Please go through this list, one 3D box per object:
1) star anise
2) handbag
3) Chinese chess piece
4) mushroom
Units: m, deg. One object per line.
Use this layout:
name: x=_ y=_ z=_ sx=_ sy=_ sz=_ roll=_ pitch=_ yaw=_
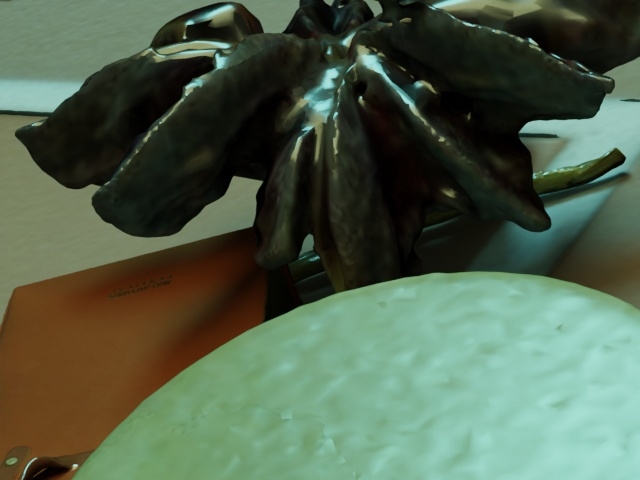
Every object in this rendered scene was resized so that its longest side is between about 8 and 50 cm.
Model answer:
star anise: x=0.011 y=-0.053 z=0.832 sx=0.282 sy=0.129 sz=0.212 roll=-7 pitch=28 yaw=0
handbag: x=-0.076 y=0.069 z=0.807 sx=0.127 sy=0.063 sz=0.190 roll=-14 pitch=28 yaw=11
Chinese chess piece: x=0.026 y=0.121 z=0.602 sx=0.250 sy=0.101 sz=0.250 roll=-17 pitch=35 yaw=13
mushroom: x=0.002 y=0.006 z=0.904 sx=0.286 sy=0.028 sz=0.026 roll=-15 pitch=-12 yaw=7
